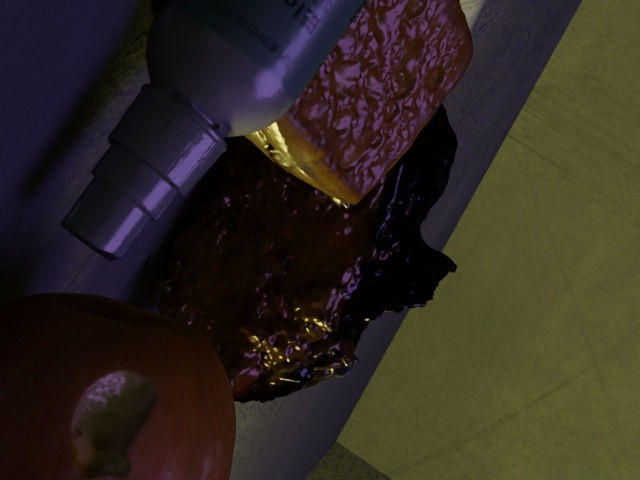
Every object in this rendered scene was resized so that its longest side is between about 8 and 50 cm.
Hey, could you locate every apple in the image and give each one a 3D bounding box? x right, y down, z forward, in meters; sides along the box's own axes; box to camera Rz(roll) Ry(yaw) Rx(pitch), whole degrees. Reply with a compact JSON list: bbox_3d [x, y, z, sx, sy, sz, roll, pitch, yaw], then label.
[{"bbox_3d":[-0.178,0.149,1.063,0.242,0.242,0.241,62,49,-79],"label":"apple"}]

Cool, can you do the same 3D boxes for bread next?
[{"bbox_3d":[0.013,-0.152,1.252,0.210,0.099,0.235,-52,146,-9],"label":"bread"}]

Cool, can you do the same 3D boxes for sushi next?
[{"bbox_3d":[0.000,0.000,1.454,0.348,0.234,0.207,-64,169,14],"label":"sushi"}]

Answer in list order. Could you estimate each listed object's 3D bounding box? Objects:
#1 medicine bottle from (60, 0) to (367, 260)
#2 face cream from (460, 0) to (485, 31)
[{"bbox_3d":[-0.052,-0.139,1.058,0.352,0.110,0.110,-55,171,-9],"label":"medicine bottle"},{"bbox_3d":[0.121,-0.265,1.543,0.102,0.102,0.345,-49,169,-36],"label":"face cream"}]
